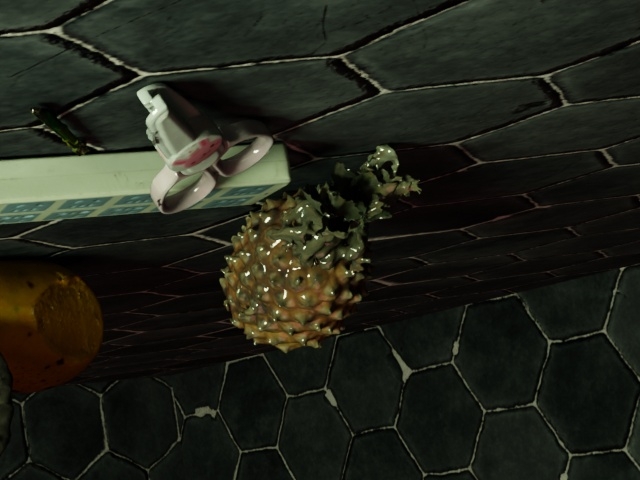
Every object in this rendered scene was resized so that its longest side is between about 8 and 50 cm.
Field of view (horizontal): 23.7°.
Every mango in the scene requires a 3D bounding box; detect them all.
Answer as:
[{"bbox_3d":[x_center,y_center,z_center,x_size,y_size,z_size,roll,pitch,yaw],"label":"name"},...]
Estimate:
[{"bbox_3d":[-0.390,0.101,1.857,0.191,0.159,0.290,-4,169,16],"label":"mango"}]

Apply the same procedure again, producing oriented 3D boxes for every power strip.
[{"bbox_3d":[-0.204,-0.049,1.381,0.367,0.043,0.106,-5,171,-25],"label":"power strip"}]

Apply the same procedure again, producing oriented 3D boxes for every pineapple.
[{"bbox_3d":[0.000,0.000,1.639,0.175,0.175,0.361,-5,156,-24],"label":"pineapple"}]

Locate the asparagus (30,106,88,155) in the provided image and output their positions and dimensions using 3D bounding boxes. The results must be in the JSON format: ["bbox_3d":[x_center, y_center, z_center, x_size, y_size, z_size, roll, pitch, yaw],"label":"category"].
[{"bbox_3d":[-0.206,-0.087,1.220,0.013,0.016,0.166,-42,171,-2],"label":"asparagus"}]

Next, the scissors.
[{"bbox_3d":[-0.105,-0.081,1.243,0.118,0.030,0.242,-33,165,0],"label":"scissors"}]

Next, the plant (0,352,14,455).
[{"bbox_3d":[-0.510,0.193,1.700,0.321,0.181,0.194,-11,168,28],"label":"plant"}]
